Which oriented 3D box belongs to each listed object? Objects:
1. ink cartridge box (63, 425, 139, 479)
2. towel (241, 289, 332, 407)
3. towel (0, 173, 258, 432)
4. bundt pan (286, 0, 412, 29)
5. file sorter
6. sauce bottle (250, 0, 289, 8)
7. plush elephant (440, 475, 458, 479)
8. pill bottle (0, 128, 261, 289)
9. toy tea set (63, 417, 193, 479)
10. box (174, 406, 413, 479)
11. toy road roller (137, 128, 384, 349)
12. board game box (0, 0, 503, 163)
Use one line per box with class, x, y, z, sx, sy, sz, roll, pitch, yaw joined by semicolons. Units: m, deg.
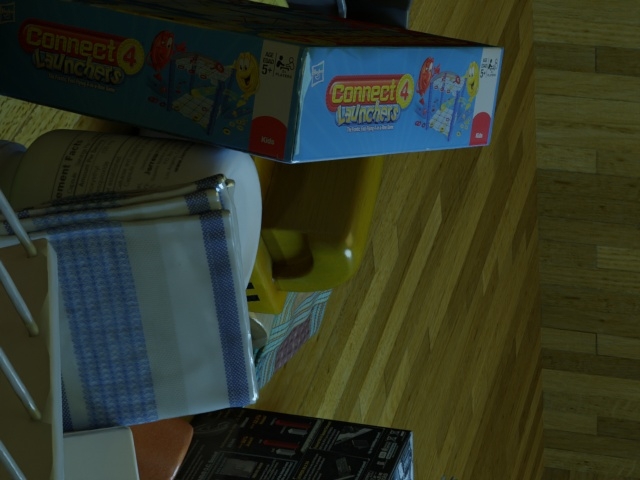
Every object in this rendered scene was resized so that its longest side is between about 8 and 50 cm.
ink cartridge box;-0.180;0.232;1.473;0.203;0.086;0.148;125;-43;-75
towel;0.000;0.000;2.175;0.271;0.040;0.370;-43;156;-59
towel;-0.190;0.055;1.373;0.034;0.285;0.209;-99;-179;-54
bundt pan;0.015;-0.328;2.187;0.331;0.124;0.331;7;90;-74
file sorter;-0.268;0.087;1.105;0.173;0.192;0.278;69;10;-50
sauce bottle;-0.099;-0.250;1.828;0.344;0.111;0.111;67;32;-48
plush elephant;0.013;0.399;2.306;0.330;0.272;0.255;-5;144;-42
pill bottle;-0.171;-0.018;1.467;0.131;0.229;0.131;6;90;-74
toy tea set;-0.225;0.267;1.677;0.200;0.124;0.336;-58;-172;42
box;-0.057;0.290;1.962;0.307;0.242;0.076;-59;151;-57
toy road roller;-0.054;-0.013;1.856;0.329;0.240;0.202;69;32;-58
board game box;-0.056;-0.140;1.554;0.308;0.302;0.086;-9;110;-57
